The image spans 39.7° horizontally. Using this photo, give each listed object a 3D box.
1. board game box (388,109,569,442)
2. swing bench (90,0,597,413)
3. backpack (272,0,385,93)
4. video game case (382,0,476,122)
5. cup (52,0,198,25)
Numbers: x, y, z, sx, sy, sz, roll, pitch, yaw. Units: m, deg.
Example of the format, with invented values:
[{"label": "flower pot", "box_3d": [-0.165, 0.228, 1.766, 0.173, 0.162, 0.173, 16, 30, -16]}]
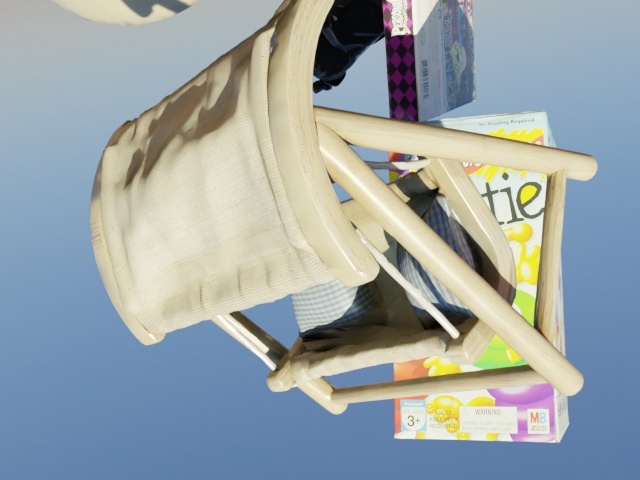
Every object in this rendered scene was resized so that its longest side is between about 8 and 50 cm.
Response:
[{"label": "board game box", "box_3d": [0.147, 0.037, 0.815, 0.142, 0.275, 0.144, -3, 173, 18]}, {"label": "swing bench", "box_3d": [0.000, 0.000, 0.591, 0.254, 0.165, 0.253, 24, 154, -30]}, {"label": "backpack", "box_3d": [0.009, -0.294, 1.204, 0.152, 0.115, 0.182, -39, -156, 1]}, {"label": "video game case", "box_3d": [0.125, -0.259, 0.994, 0.041, 0.232, 0.210, 2, -164, 27]}, {"label": "cup", "box_3d": [-0.257, -0.442, 1.016, 0.331, 0.331, 0.237, -7, 177, 7]}]
